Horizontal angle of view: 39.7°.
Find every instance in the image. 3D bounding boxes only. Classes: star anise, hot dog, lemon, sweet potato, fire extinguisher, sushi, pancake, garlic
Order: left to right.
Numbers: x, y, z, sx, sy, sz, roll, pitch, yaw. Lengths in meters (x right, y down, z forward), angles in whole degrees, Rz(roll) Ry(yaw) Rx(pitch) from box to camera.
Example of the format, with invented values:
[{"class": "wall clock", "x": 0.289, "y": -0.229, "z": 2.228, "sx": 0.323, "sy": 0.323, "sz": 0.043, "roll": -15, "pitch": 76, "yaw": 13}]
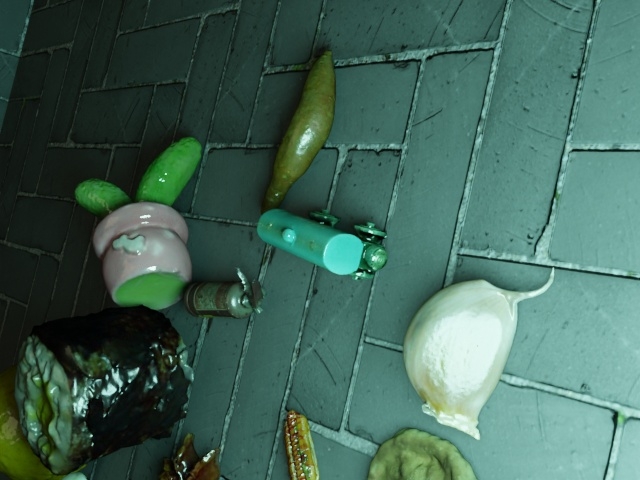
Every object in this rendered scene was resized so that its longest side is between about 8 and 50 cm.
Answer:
[{"class": "lemon", "x": -0.666, "y": 0.422, "z": 2.092, "sx": 0.316, "sy": 0.285, "sz": 0.285, "roll": 43, "pitch": 115, "yaw": 18}, {"class": "sushi", "x": -0.441, "y": 0.285, "z": 1.799, "sx": 0.281, "sy": 0.294, "sz": 0.300, "roll": 45, "pitch": 129, "yaw": 35}, {"class": "star anise", "x": -0.260, "y": 0.512, "z": 1.704, "sx": 0.288, "sy": 0.088, "sz": 0.288, "roll": -18, "pitch": 66, "yaw": 46}, {"class": "fire extinguisher", "x": -0.187, "y": 0.109, "z": 1.736, "sx": 0.252, "sy": 0.106, "sz": 0.075, "roll": -3, "pitch": 55, "yaw": 51}, {"class": "hot dog", "x": -0.037, "y": 0.360, "z": 1.515, "sx": 0.062, "sy": 0.038, "sz": 0.144, "roll": -39, "pitch": 49, "yaw": 37}, {"class": "sweet potato", "x": -0.033, "y": -0.190, "z": 1.681, "sx": 0.108, "sy": 0.079, "sz": 0.346, "roll": -104, "pitch": 37, "yaw": -74}, {"class": "pancake", "x": 0.142, "y": 0.384, "z": 1.282, "sx": 0.222, "sy": 0.042, "sz": 0.236, "roll": -56, "pitch": 40, "yaw": 27}, {"class": "garlic", "x": 0.207, "y": 0.123, "z": 1.258, "sx": 0.128, "sy": 0.148, "sz": 0.267, "roll": -73, "pitch": 6, "yaw": -73}]

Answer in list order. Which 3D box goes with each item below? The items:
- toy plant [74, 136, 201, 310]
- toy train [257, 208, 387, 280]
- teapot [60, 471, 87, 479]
[{"class": "toy plant", "x": -0.377, "y": -0.032, "z": 1.967, "sx": 0.317, "sy": 0.211, "sz": 0.356, "roll": -22, "pitch": 50, "yaw": 7}, {"class": "toy train", "x": 0.000, "y": 0.000, "z": 1.504, "sx": 0.248, "sy": 0.159, "sz": 0.101, "roll": 20, "pitch": 99, "yaw": 51}, {"class": "teapot", "x": -0.423, "y": 0.613, "z": 1.751, "sx": 0.220, "sy": 0.149, "sz": 0.318, "roll": 128, "pitch": 129, "yaw": -69}]
